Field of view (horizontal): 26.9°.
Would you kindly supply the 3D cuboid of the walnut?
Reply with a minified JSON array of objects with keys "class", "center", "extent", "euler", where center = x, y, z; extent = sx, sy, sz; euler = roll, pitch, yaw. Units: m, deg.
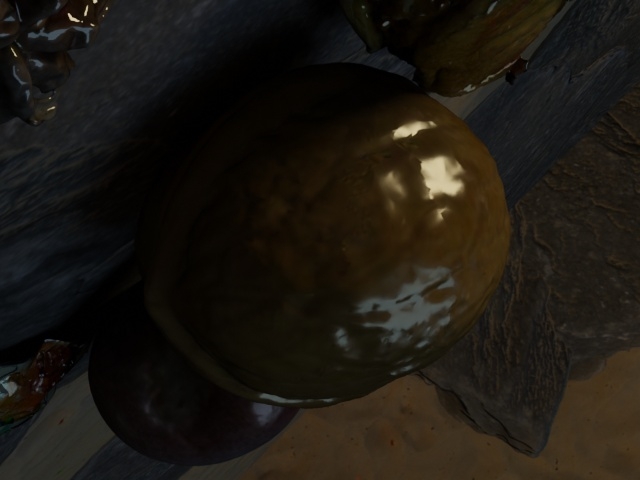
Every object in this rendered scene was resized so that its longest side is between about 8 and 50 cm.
[{"class":"walnut","center":[0.000,0.000,1.150],"extent":[0.333,0.333,0.333],"euler":[-42,169,-10]}]

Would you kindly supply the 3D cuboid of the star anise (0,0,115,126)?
[{"class":"star anise","center":[-0.176,-0.107,0.709],"extent":[0.195,0.065,0.182],"euler":[-35,165,-21]}]

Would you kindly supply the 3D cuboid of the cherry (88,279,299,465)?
[{"class":"cherry","center":[-0.111,0.117,1.368],"extent":[0.239,0.206,0.239],"euler":[-31,179,-1]}]

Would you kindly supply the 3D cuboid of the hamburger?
[{"class":"hamburger","center":[0.107,-0.213,1.100],"extent":[0.245,0.155,0.282],"euler":[-27,167,-43]}]

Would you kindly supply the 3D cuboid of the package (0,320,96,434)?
[{"class":"package","center":[-0.309,0.157,1.274],"extent":[0.166,0.040,0.232],"euler":[-49,167,28]}]
